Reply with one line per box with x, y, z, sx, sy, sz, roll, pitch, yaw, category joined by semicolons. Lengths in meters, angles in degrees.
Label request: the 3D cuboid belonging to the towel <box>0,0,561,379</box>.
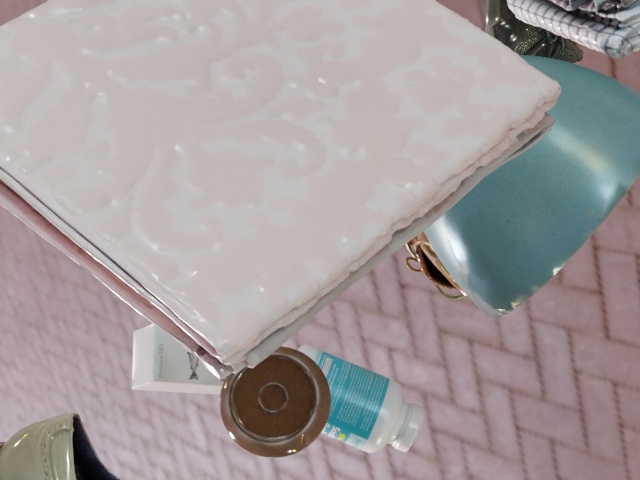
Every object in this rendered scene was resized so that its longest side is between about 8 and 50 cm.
-0.055;-0.092;0.804;0.317;0.332;0.053;37;145;25;towel

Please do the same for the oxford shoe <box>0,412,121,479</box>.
-0.221;0.369;1.318;0.397;0.146;0.140;57;-170;-14;oxford shoe

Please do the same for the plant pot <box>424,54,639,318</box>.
0.203;-0.089;1.311;0.195;0.290;0.290;39;146;-2;plant pot

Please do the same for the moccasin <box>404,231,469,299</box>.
0.217;0.023;2.035;0.147;0.139;0.380;-67;22;5;moccasin

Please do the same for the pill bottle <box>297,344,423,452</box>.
0.057;0.309;2.291;0.264;0.146;0.146;22;140;1;pill bottle

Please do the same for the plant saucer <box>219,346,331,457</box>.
-0.069;0.236;1.792;0.168;0.168;0.029;52;175;17;plant saucer

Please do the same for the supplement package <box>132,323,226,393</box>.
-0.229;0.209;2.115;0.105;0.179;0.105;-22;65;57;supplement package

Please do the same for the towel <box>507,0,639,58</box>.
0.380;-0.346;1.433;0.235;0.283;0.121;46;161;59;towel

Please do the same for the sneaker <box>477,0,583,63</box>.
0.289;-0.300;1.681;0.087;0.130;0.228;-93;-13;-52;sneaker
